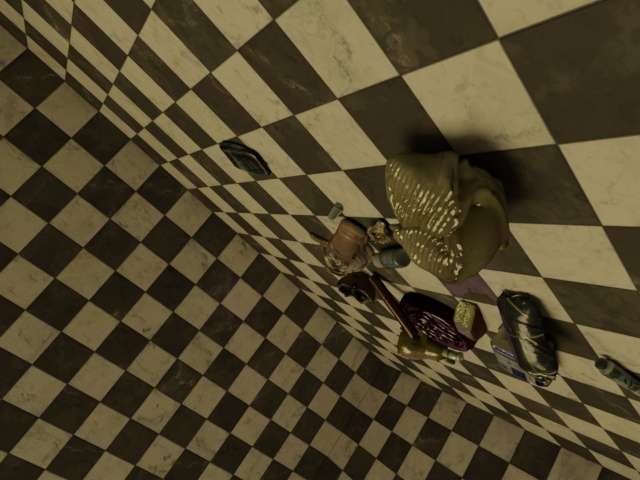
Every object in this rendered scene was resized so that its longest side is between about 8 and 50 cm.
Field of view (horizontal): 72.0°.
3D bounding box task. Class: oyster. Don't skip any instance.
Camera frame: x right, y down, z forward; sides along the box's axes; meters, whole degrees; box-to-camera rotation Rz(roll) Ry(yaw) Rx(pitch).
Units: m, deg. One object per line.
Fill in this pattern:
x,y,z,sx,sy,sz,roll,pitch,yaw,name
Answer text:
0.226,-0.028,1.692,0.103,0.051,0.148,51,152,-9,oyster

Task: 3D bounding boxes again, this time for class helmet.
0.202,0.241,2.334,0.224,0.130,0.198,14,158,29,helmet

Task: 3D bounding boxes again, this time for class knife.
0.062,-0.117,1.826,0.044,0.023,0.162,32,163,-1,knife

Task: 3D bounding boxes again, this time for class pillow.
0.702,0.326,1.496,0.161,0.093,0.334,5,117,67,pillow

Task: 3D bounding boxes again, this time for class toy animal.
0.602,0.567,2.395,0.363,0.180,0.181,2,156,24,toy animal

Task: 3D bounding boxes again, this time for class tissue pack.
0.792,0.441,1.705,0.209,0.137,0.269,19,159,40,tissue pack

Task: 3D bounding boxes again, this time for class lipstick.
0.355,0.318,2.159,0.356,0.057,0.057,55,166,9,lipstick

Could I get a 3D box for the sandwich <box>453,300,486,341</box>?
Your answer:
0.628,0.349,1.854,0.094,0.096,0.258,27,159,46,sandwich

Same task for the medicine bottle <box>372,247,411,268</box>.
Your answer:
0.285,0.074,1.799,0.083,0.083,0.203,40,165,-13,medicine bottle

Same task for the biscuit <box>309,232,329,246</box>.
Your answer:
0.000,0.000,2.273,0.147,0.018,0.071,25,163,29,biscuit

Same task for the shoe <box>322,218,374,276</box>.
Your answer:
0.104,0.063,1.925,0.172,0.198,0.351,29,161,27,shoe

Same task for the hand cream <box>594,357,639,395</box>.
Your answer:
1.030,0.471,1.469,0.256,0.055,0.088,31,164,-7,hand cream

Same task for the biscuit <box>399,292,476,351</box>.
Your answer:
0.559,0.404,2.137,0.407,0.091,0.407,33,164,11,biscuit

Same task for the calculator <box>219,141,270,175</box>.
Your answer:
-0.329,-0.356,1.938,0.268,0.040,0.177,18,158,36,calculator

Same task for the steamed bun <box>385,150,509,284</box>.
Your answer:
0.323,-0.076,1.093,0.324,0.220,0.309,34,139,60,steamed bun

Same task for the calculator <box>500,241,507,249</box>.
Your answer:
0.434,-0.055,1.241,0.157,0.033,0.236,17,152,49,calculator
